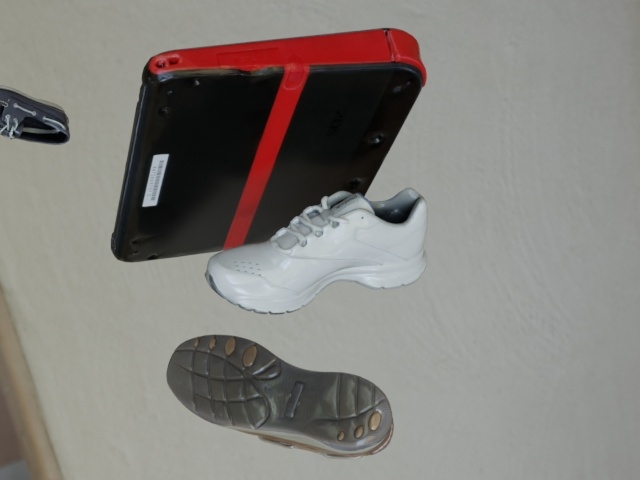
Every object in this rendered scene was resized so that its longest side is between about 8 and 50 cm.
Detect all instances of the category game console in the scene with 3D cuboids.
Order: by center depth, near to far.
[{"bbox_3d":[-0.071,-0.106,1.200,0.386,0.342,0.060,116,141,-53],"label":"game console"}]

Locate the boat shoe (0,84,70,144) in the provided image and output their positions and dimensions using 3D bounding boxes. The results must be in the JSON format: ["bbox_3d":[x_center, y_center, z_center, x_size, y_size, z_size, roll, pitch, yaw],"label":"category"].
[{"bbox_3d":[-0.495,-0.198,1.601,0.075,0.206,0.065,-45,59,27],"label":"boat shoe"}]

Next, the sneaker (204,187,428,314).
[{"bbox_3d":[0.000,0.000,1.193,0.111,0.297,0.129,52,145,41],"label":"sneaker"}]

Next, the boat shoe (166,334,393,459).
[{"bbox_3d":[-0.055,0.216,1.289,0.324,0.123,0.116,17,157,24],"label":"boat shoe"}]
